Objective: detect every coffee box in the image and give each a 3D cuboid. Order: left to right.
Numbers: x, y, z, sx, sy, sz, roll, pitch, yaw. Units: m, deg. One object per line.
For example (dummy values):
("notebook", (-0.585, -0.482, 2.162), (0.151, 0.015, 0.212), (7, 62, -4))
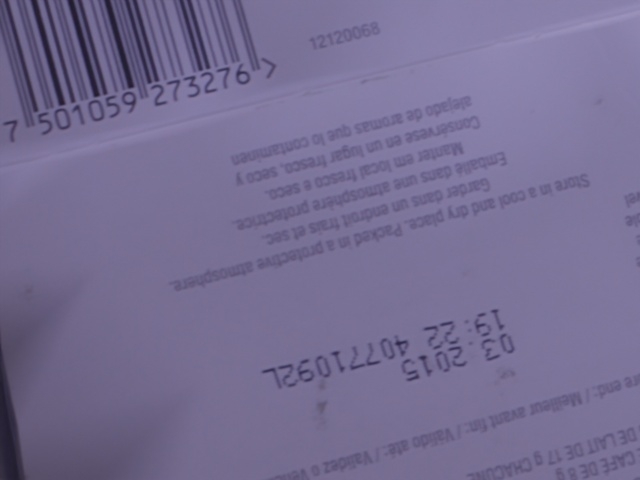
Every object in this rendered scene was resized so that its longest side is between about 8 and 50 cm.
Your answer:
("coffee box", (0.000, 0.000, 0.857), (0.334, 0.338, 0.338), (123, -48, -77))
